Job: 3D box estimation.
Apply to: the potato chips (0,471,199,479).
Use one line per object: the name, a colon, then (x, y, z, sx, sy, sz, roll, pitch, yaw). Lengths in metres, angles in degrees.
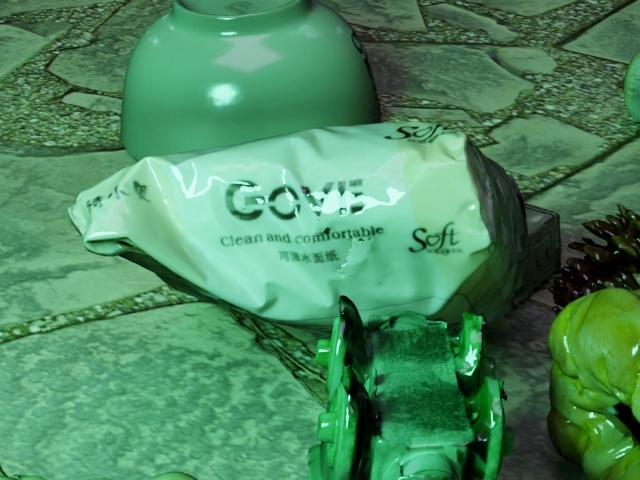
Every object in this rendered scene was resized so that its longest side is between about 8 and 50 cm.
potato chips: (-0.190, 0.251, 1.080, 0.373, 0.097, 0.389, 19, 14, -31)

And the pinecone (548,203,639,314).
pinecone: (0.295, 0.052, 1.395, 0.174, 0.173, 0.173, -3, 29, 2)

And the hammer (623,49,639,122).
hammer: (0.447, -0.131, 1.768, 0.202, 0.113, 0.305, 6, 39, 23)

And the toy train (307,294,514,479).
toy train: (0.063, 0.163, 1.147, 0.145, 0.201, 0.266, 5, 25, -3)

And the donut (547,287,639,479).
donut: (0.284, 0.143, 1.173, 0.128, 0.208, 0.261, -12, 35, -17)

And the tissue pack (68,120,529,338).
tissue pack: (0.000, 0.000, 1.366, 0.376, 0.195, 0.390, -5, -7, 10)

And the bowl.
bowl: (-0.098, -0.236, 1.913, 0.354, 0.185, 0.354, -3, 29, 2)

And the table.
table: (0.206, 0.014, 1.540, 0.062, 0.079, 0.083, 18, 38, 37)
